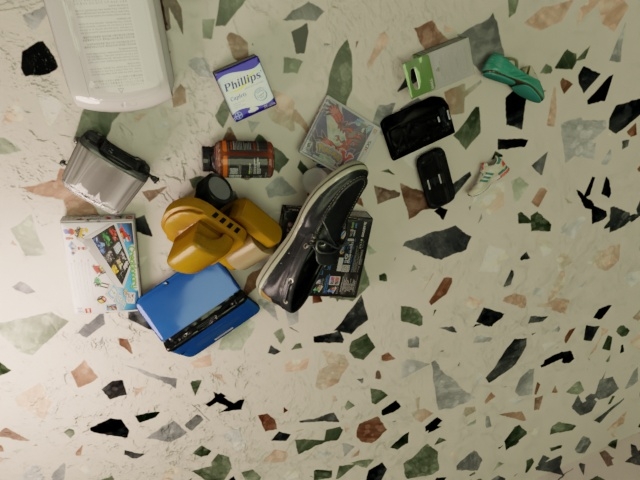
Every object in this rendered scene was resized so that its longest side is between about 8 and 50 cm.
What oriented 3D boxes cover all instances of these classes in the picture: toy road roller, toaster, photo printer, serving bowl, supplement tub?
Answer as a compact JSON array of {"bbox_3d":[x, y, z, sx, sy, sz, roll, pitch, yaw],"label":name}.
[{"bbox_3d":[-0.286,0.002,1.331,0.202,0.241,0.329,-29,127,33],"label":"toy road roller"},{"bbox_3d":[-0.563,-0.172,1.267,0.227,0.129,0.146,33,106,-28],"label":"toaster"},{"bbox_3d":[-0.499,-0.470,1.154,0.256,0.107,0.308,-10,117,-11],"label":"photo printer"},{"bbox_3d":[-0.019,-0.183,1.442,0.083,0.027,0.083,-6,117,-12],"label":"serving bowl"},{"bbox_3d":[-0.233,-0.228,1.341,0.197,0.106,0.106,-1,115,-15],"label":"supplement tub"}]

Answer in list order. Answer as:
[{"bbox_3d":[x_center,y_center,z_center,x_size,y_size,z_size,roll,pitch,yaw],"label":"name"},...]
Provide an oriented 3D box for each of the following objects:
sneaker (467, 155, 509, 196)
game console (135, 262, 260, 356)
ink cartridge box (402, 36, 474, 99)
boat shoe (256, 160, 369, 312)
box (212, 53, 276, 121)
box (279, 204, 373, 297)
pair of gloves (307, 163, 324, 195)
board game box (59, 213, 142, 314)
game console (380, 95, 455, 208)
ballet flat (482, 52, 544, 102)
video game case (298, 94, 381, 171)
[{"bbox_3d":[0.547,-0.217,1.597,0.161,0.057,0.075,-38,102,6],"label":"sneaker"},{"bbox_3d":[-0.380,0.211,1.524,0.293,0.173,0.250,-34,156,-3],"label":"game console"},{"bbox_3d":[0.335,-0.504,1.392,0.209,0.062,0.109,-23,118,-4],"label":"ink cartridge box"},{"bbox_3d":[0.000,0.000,1.372,0.500,0.156,0.186,-55,154,15],"label":"boat shoe"},{"bbox_3d":[-0.203,-0.410,1.283,0.126,0.072,0.137,-25,118,-4],"label":"box"},{"bbox_3d":[0.000,0.041,1.549,0.293,0.073,0.296,4,112,-15],"label":"box"},{"bbox_3d":[0.044,-0.208,1.474,0.159,0.023,0.198,3,114,-17],"label":"pair of gloves"},{"bbox_3d":[-0.634,0.073,1.400,0.192,0.053,0.305,-2,115,-15],"label":"board game box"},{"bbox_3d":[0.336,-0.259,1.520,0.213,0.044,0.361,-24,118,-2],"label":"game console"},{"bbox_3d":[0.605,-0.505,1.459,0.247,0.083,0.087,17,95,-24],"label":"ballet flat"},{"bbox_3d":[0.059,-0.299,1.417,0.201,0.023,0.183,25,95,-24],"label":"video game case"}]
